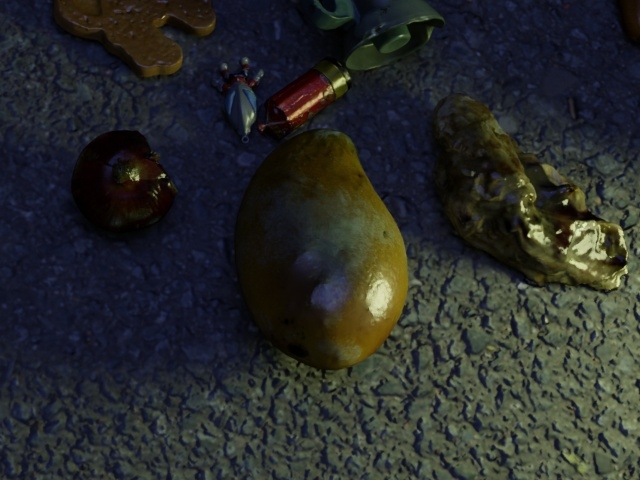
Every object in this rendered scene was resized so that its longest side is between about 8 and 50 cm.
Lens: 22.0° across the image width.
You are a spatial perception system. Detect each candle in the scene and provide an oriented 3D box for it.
[{"bbox_3d":[-0.025,-0.166,1.964,0.130,0.052,0.052,-39,77,-21],"label":"candle"}]

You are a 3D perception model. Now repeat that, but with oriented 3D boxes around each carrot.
[{"bbox_3d":[0.391,-0.361,2.120,0.043,0.043,0.248,-4,65,-10],"label":"carrot"}]

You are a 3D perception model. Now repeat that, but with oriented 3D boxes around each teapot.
[{"bbox_3d":[0.035,-0.328,1.977,0.203,0.171,0.225,-11,72,-46],"label":"teapot"}]

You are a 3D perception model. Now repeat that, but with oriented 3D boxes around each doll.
[{"bbox_3d":[-0.094,-0.166,1.960,0.057,0.039,0.114,3,60,-24],"label":"doll"}]

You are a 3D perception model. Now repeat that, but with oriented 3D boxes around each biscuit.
[{"bbox_3d":[-0.248,-0.294,1.994,0.236,0.040,0.144,33,59,8],"label":"biscuit"}]

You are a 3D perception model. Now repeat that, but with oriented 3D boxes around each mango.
[{"bbox_3d":[0.000,0.000,1.848,0.192,0.146,0.316,3,56,-11],"label":"mango"}]

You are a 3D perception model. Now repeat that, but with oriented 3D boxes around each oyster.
[{"bbox_3d":[0.248,-0.053,1.941,0.294,0.094,0.166,29,57,-2],"label":"oyster"}]

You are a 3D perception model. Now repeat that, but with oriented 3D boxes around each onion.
[{"bbox_3d":[-0.225,-0.063,1.856,0.118,0.118,0.117,-27,77,-18],"label":"onion"}]
